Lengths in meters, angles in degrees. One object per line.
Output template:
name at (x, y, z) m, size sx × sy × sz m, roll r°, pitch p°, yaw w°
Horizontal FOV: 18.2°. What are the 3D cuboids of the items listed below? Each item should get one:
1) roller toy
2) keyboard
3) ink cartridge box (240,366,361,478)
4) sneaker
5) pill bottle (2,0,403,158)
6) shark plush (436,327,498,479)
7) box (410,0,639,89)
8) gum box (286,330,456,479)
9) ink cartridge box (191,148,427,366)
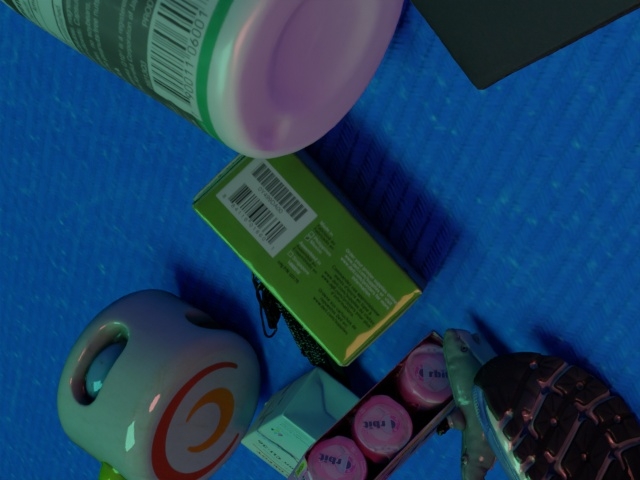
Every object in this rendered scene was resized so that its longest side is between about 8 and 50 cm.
roller toy at (-0.169, 0.153, 2.076) m, size 0.146 × 0.209 × 0.191 m, roll 30°, pitch 134°, yaw 33°
keyboard at (-0.026, 0.087, 1.891) m, size 0.100 × 0.038 × 0.192 m, roll 44°, pitch 169°, yaw 25°
ink cartridge box at (-0.004, 0.202, 1.999) m, size 0.115 × 0.067 × 0.198 m, roll 38°, pitch 158°, yaw -4°
sneaker at (0.218, 0.238, 1.686) m, size 0.147 × 0.130 × 0.330 m, roll -14°, pitch 114°, yaw 55°
pill bottle at (-0.131, -0.229, 1.515) m, size 0.361 × 0.204 × 0.204 m, roll 34°, pitch 149°, yaw 27°
shark plush at (0.125, 0.160, 1.719) m, size 0.067 × 0.161 × 0.073 m, roll 13°, pitch 178°, yaw -27°
box at (0.200, -0.260, 0.880) m, size 0.179 × 0.312 × 0.343 m, roll 52°, pitch 152°, yaw -7°
gum box at (0.048, 0.178, 1.792) m, size 0.062 × 0.188 × 0.107 m, roll 44°, pitch 153°, yaw 10°
ink cartridge box at (0.000, 0.000, 1.756) m, size 0.189 × 0.097 × 0.255 m, roll 47°, pitch -173°, yaw 2°
